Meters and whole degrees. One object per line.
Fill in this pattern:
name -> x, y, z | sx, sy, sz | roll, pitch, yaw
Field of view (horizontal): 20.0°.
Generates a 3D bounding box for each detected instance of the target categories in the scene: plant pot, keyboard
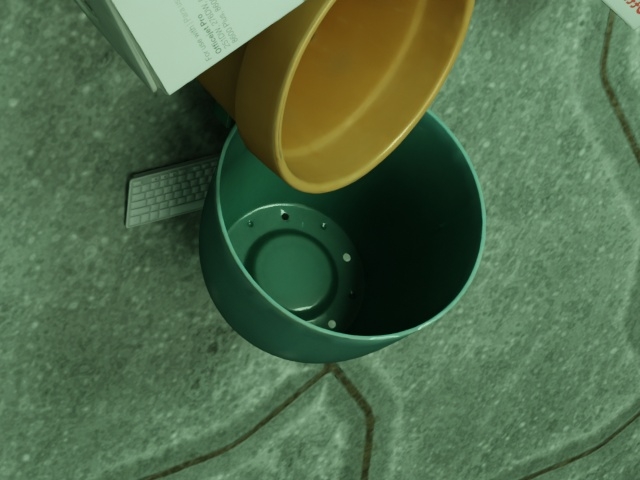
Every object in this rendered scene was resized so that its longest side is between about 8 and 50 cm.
plant pot -> -0.017, -0.219, 1.761 | 0.291, 0.203, 0.291 | -41, 151, -28
keyboard -> -0.101, -0.071, 2.035 | 0.256, 0.014, 0.072 | -16, 133, -26
plant pot -> 0.000, 0.000, 1.960 | 0.293, 0.293, 0.235 | -20, 168, -23

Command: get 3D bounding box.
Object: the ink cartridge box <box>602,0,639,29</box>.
ink cartridge box -> 0.377, -0.378, 1.900 | 0.289, 0.121, 0.211 | -37, 149, 17

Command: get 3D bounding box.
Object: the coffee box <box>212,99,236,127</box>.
coffee box -> -0.024, -0.188, 1.971 | 0.184, 0.040, 0.113 | -12, 129, -31

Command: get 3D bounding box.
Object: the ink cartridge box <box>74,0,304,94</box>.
ink cartridge box -> -0.070, -0.352, 1.609 | 0.395, 0.285, 0.166 | -36, 137, -7
